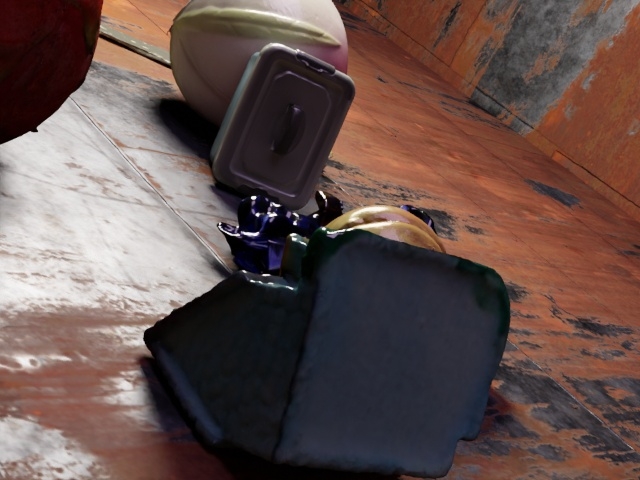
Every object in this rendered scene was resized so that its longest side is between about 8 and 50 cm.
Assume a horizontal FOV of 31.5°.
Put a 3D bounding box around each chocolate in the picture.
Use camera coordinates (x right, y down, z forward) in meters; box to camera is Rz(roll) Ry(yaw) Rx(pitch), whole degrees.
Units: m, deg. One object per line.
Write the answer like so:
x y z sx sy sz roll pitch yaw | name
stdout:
-0.002 -0.001 1.532 0.343 0.126 0.148 6 67 -37 | chocolate

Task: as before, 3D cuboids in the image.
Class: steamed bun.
-0.080 -0.287 1.874 0.309 0.309 0.309 27 19 -10 | steamed bun

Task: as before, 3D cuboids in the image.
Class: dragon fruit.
-0.400 -0.263 1.300 0.296 0.301 0.295 21 24 -10 | dragon fruit

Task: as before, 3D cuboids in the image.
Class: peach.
0.075 0.047 1.404 0.184 0.184 0.184 27 19 -10 | peach

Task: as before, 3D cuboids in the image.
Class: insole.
-0.316 -0.351 2.101 0.248 0.011 0.081 21 19 -27 | insole

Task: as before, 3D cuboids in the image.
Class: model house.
-0.001 0.099 1.140 0.281 0.229 0.249 17 -2 -41 | model house

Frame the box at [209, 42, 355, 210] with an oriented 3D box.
-0.064 -0.173 1.701 0.162 0.226 0.130 22 6 -23 | box

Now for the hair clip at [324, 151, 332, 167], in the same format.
-0.071 -0.197 2.004 0.214 0.056 0.062 34 51 9 | hair clip
